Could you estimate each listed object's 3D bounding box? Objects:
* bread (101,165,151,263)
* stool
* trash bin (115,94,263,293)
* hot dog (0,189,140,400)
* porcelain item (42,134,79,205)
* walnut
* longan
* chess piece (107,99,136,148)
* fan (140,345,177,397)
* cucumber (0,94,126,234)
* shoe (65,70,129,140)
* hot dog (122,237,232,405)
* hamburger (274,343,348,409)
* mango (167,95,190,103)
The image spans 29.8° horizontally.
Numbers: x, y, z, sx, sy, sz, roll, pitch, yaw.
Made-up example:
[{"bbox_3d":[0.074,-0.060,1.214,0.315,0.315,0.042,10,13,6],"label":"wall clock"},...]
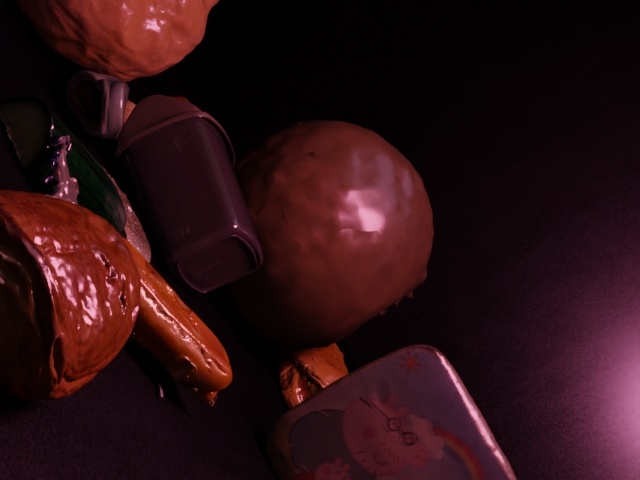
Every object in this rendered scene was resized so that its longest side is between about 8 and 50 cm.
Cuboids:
[{"bbox_3d":[-0.275,-0.023,1.710,0.112,0.036,0.193,56,5,-49],"label":"bread"},{"bbox_3d":[0.115,0.343,1.840,0.310,0.310,0.226,62,3,7],"label":"stool"},{"bbox_3d":[-0.211,-0.079,1.943,0.209,0.182,0.290,64,2,-64],"label":"trash bin"},{"bbox_3d":[-0.244,0.035,0.999,0.196,0.122,0.272,57,8,0],"label":"hot dog"},{"bbox_3d":[-0.309,-0.052,1.418,0.075,0.021,0.136,-47,131,-61],"label":"porcelain item"},{"bbox_3d":[-0.346,-0.446,1.987,0.383,0.383,0.383,58,4,-6],"label":"walnut"},{"bbox_3d":[0.009,-0.003,2.182,0.436,0.404,0.404,96,-28,-48],"label":"longan"},{"bbox_3d":[-0.343,-0.197,2.083,0.060,0.060,0.172,57,6,-22],"label":"chess piece"},{"bbox_3d":[-0.198,0.161,1.468,0.085,0.005,0.133,56,4,-23],"label":"fan"},{"bbox_3d":[-0.312,-0.084,1.532,0.115,0.063,0.244,62,3,36],"label":"cucumber"},{"bbox_3d":[-0.354,-0.216,1.889,0.100,0.103,0.251,13,2,-15],"label":"shoe"},{"bbox_3d":[-0.196,0.098,1.447,0.269,0.072,0.109,52,6,-22],"label":"hot dog"},{"bbox_3d":[-0.019,0.244,2.286,0.131,0.124,0.262,57,3,-20],"label":"hamburger"},{"bbox_3d":[-0.249,-0.136,2.199,0.166,0.136,0.236,45,-21,50],"label":"mango"}]
